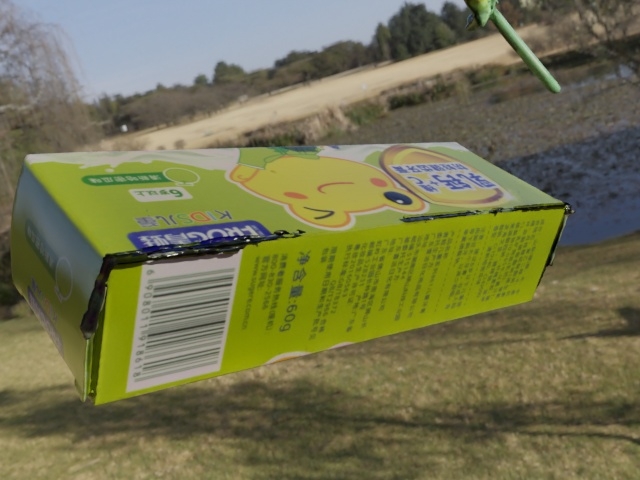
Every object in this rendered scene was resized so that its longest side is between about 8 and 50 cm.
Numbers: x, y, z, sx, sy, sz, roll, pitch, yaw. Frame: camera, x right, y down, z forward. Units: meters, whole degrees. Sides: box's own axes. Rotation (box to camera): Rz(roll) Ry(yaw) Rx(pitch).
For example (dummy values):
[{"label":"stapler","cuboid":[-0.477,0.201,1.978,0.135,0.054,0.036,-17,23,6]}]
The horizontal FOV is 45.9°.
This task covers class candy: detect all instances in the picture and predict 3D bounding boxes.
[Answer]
[{"label":"candy","cuboid":[0.108,-0.149,0.479,0.060,0.060,0.201,-10,-31,39]}]

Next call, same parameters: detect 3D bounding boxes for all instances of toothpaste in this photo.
[{"label":"toothpaste","cuboid":[0.000,0.000,0.436,0.327,0.077,0.110,-7,31,-39]}]
